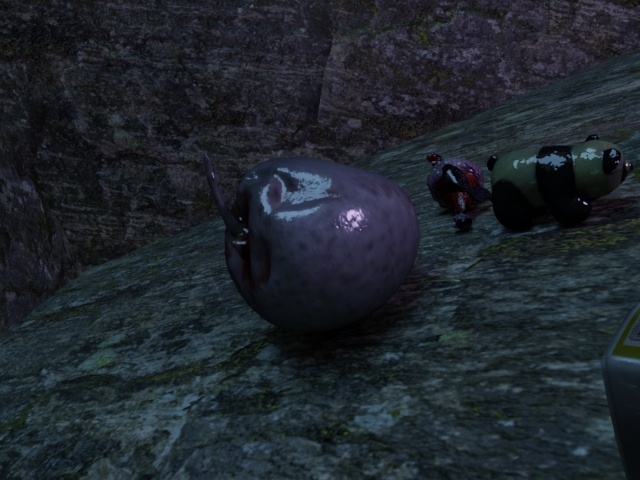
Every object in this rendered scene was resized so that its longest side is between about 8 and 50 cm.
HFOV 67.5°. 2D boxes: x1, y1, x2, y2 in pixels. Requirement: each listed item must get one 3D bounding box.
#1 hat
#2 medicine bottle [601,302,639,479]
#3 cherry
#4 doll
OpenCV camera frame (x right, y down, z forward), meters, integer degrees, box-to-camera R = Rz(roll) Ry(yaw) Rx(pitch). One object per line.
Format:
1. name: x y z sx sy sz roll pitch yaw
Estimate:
1. hat: 0.300 -0.102 1.054 0.128 0.140 0.228 -26 25 24
2. medicine bottle: 0.284 0.114 0.275 0.088 0.132 0.188 -31 19 -35
3. cherry: 0.004 -0.001 0.781 0.334 0.292 0.326 -8 -2 0
4. doll: 0.419 -0.105 0.857 0.234 0.135 0.143 -3 25 41
